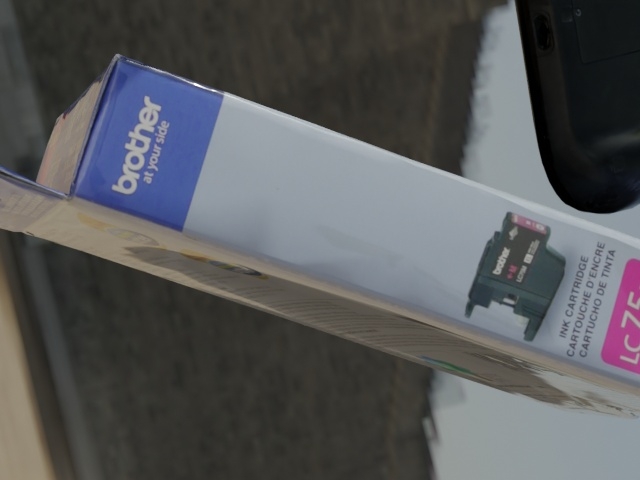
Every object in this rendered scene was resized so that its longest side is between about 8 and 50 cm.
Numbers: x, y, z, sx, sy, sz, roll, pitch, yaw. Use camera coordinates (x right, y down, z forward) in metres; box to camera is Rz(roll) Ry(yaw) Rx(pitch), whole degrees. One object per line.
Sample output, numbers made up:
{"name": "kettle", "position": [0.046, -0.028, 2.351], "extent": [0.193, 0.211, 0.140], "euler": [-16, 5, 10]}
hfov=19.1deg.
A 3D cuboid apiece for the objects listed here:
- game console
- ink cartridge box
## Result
{"name": "game console", "position": [0.081, -0.187, 0.673], "extent": [0.044, 0.213, 0.361], "euler": [3, -75, 58]}
{"name": "ink cartridge box", "position": [0.000, 0.000, 0.731], "extent": [0.186, 0.311, 0.065], "euler": [166, -60, -76]}
